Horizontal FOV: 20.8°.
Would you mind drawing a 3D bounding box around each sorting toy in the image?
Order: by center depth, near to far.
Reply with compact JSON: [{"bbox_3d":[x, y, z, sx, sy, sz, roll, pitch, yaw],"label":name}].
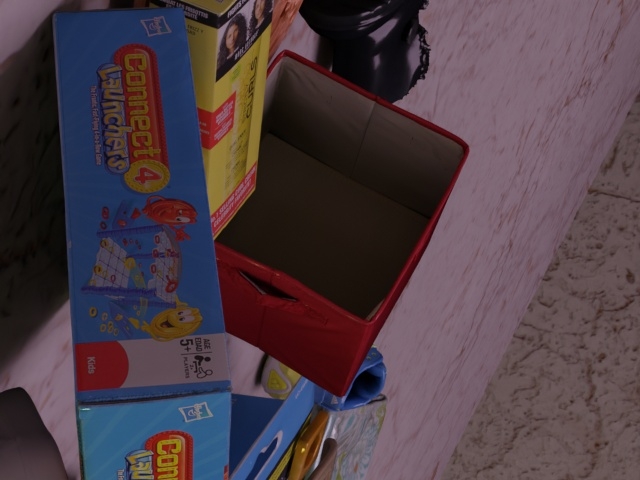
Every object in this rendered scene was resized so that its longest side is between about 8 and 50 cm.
[{"bbox_3d":[-0.023,0.333,1.858,0.196,0.047,0.348,-55,162,-44],"label":"sorting toy"}]

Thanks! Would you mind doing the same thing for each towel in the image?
[{"bbox_3d":[-0.018,0.355,2.195,0.320,0.090,0.375,25,82,-75],"label":"towel"}]

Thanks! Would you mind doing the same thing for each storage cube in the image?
[{"bbox_3d":[-0.004,-0.011,1.494,0.215,0.183,0.193,-60,174,-24],"label":"storage cube"}]

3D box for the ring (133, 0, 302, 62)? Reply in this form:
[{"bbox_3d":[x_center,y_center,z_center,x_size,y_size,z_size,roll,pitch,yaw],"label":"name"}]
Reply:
[{"bbox_3d":[-0.061,-0.230,1.304,0.337,0.032,0.337,-58,164,-27],"label":"ring"}]

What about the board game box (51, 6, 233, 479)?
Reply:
[{"bbox_3d":[-0.118,0.062,1.132,0.302,0.086,0.308,96,-13,-51],"label":"board game box"}]

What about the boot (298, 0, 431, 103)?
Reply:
[{"bbox_3d":[0.045,-0.193,1.605,0.246,0.094,0.207,-60,162,-46],"label":"boot"}]

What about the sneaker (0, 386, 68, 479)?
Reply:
[{"bbox_3d":[-0.256,0.172,1.131,0.292,0.169,0.108,178,-103,-76],"label":"sneaker"}]

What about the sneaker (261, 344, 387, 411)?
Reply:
[{"bbox_3d":[0.029,0.135,2.010,0.240,0.126,0.091,-44,154,-55],"label":"sneaker"}]

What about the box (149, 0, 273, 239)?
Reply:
[{"bbox_3d":[-0.082,-0.104,1.250,0.087,0.058,0.232,-53,161,-41],"label":"box"}]

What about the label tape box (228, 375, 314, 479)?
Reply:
[{"bbox_3d":[-0.117,0.292,1.774,0.249,0.115,0.348,-54,159,-42],"label":"label tape box"}]
